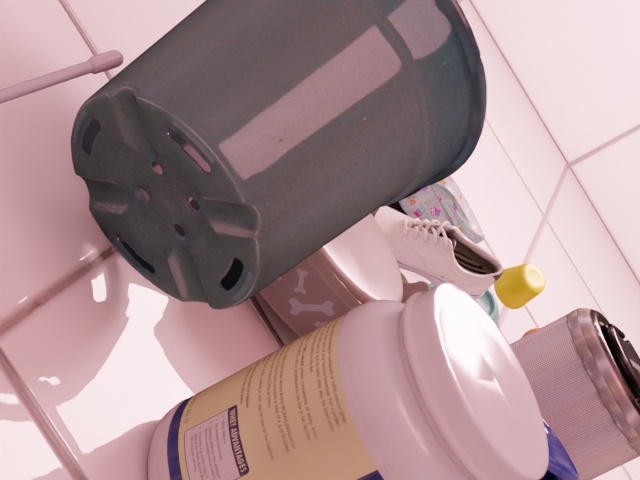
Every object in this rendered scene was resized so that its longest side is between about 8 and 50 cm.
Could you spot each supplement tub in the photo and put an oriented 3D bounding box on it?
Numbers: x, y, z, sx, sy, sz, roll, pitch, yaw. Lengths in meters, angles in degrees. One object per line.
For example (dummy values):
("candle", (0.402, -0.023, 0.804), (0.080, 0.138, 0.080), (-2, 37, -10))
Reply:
("supplement tub", (0.026, 0.199, 1.368), (0.235, 0.325, 0.235), (47, 25, -30))

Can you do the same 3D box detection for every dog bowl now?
("dog bowl", (0.000, 0.000, 1.829), (0.349, 0.102, 0.349), (47, 20, -23))

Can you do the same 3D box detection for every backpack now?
("backpack", (0.179, -0.046, 2.308), (0.182, 0.115, 0.152), (56, 19, -18))

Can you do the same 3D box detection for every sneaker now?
("sneaker", (0.156, 0.000, 2.136), (0.258, 0.091, 0.094), (26, 49, -20))

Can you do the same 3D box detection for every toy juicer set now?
("toy juicer set", (0.230, 0.144, 2.234), (0.329, 0.089, 0.209), (-2, 71, -38))

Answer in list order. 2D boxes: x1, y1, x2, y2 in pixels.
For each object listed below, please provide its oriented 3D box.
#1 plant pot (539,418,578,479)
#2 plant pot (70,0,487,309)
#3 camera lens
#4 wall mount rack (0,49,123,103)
("plant pot", (0.127, 0.227, 1.706), (0.236, 0.236, 0.212), (31, 29, -50))
("plant pot", (-0.056, -0.120, 1.511), (0.334, 0.341, 0.341), (-42, 103, -37))
("camera lens", (0.322, 0.239, 2.020), (0.219, 0.274, 0.219), (53, 17, -24))
("wall mount rack", (-0.349, -0.231, 1.347), (0.350, 0.130, 0.304), (63, 21, 4))
